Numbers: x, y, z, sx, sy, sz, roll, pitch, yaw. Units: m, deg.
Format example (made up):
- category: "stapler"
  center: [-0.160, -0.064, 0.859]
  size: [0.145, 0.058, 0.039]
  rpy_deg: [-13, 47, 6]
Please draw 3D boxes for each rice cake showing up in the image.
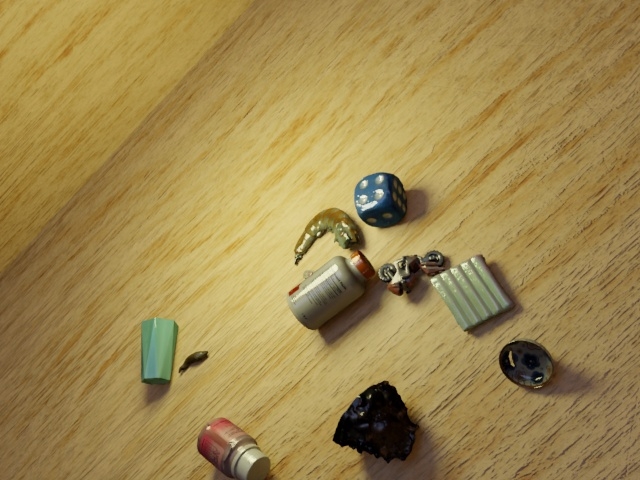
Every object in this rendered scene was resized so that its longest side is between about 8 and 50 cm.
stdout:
- category: "rice cake"
  center: [0.440, 0.150, 1.705]
  size: [0.189, 0.037, 0.198]
  rpy_deg: [-30, 57, 17]

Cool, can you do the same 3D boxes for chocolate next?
- category: "chocolate"
  center: [0.174, 0.522, 1.603]
  size: [0.177, 0.206, 0.224]
  rpy_deg: [36, 83, 31]

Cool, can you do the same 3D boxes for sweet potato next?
- category: "sweet potato"
  center: [-0.484, 0.449, 2.207]
  size: [0.153, 0.038, 0.041]
  rpy_deg: [-35, 28, 17]

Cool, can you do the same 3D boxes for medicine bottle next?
- category: "medicine bottle"
  center: [0.041, 0.155, 1.917]
  size: [0.288, 0.157, 0.157]
  rpy_deg: [-38, 50, 12]
- category: "medicine bottle"
  center: [-0.276, 0.678, 1.865]
  size: [0.247, 0.147, 0.147]
  rpy_deg: [20, 78, 40]

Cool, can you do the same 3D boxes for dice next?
- category: "dice"
  center: [0.203, -0.135, 1.969]
  size: [0.146, 0.143, 0.147]
  rpy_deg: [-12, 59, 30]

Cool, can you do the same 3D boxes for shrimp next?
- category: "shrimp"
  center: [0.014, -0.030, 2.097]
  size: [0.287, 0.068, 0.185]
  rpy_deg: [-16, 56, 30]

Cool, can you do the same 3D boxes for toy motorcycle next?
- category: "toy motorcycle"
  center: [0.288, 0.105, 1.823]
  size: [0.212, 0.084, 0.118]
  rpy_deg: [-17, 55, 12]

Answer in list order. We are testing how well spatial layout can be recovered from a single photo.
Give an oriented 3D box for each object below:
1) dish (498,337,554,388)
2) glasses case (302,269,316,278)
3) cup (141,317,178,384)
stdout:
- category: "dish"
  center: [0.549, 0.309, 1.534]
  size: [0.141, 0.078, 0.141]
  rpy_deg: [13, 115, 30]
- category: "glasses case"
  center: [-0.027, 0.123, 2.072]
  size: [0.083, 0.021, 0.032]
  rpy_deg: [3, 69, 37]
- category: "cup"
  center: [-0.625, 0.433, 2.262]
  size: [0.148, 0.134, 0.236]
  rpy_deg: [-22, 59, 28]
